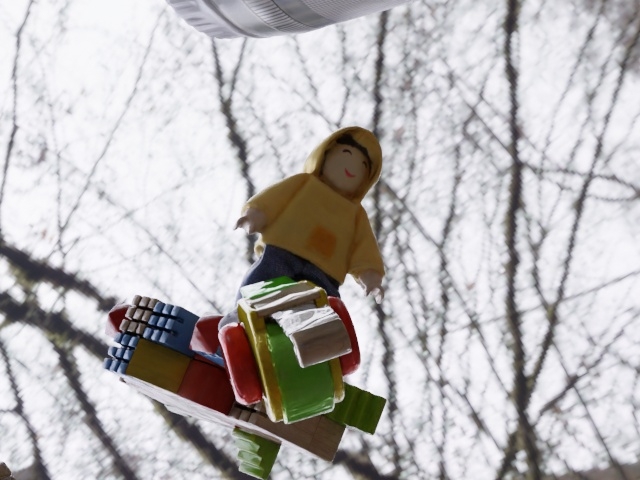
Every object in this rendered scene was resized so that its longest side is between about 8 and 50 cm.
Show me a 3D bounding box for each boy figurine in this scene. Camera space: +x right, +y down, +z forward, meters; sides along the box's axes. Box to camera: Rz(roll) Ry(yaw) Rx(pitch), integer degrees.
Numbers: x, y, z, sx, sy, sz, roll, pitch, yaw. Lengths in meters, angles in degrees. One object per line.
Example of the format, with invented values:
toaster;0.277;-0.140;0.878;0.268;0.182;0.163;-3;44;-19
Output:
boy figurine;0.000;0.000;1.276;0.177;0.092;0.285;32;-125;-10

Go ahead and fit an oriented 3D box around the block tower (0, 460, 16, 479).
block tower;-0.268;0.345;1.121;0.335;0.097;0.091;52;-172;8

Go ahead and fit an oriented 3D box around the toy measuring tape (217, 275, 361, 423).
toy measuring tape;-0.014;0.098;0.953;0.121;0.330;0.122;-1;-86;-10

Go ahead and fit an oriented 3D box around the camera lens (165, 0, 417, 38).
camera lens;0.020;-0.275;0.893;0.219;0.274;0.220;28;-123;-55

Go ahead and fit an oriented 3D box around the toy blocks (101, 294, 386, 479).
toy blocks;-0.146;0.160;1.525;0.261;0.381;0.191;34;-108;-40
